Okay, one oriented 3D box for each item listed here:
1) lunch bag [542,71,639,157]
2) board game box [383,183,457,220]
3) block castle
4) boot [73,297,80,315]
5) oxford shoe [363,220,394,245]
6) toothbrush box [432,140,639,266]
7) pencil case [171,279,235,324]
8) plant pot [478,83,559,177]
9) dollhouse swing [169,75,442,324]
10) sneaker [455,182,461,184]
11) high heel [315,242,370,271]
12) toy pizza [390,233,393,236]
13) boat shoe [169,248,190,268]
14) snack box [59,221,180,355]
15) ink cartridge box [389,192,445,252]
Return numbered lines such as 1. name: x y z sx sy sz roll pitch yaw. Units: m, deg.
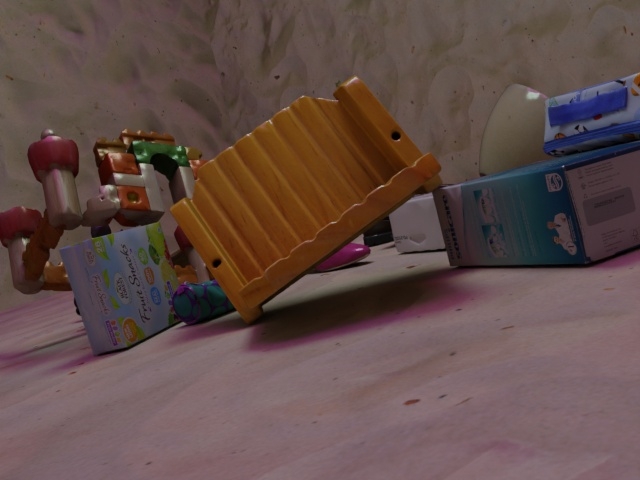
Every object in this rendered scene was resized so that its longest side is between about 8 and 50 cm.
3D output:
1. lunch bag: 0.480 -0.175 1.176 0.243 0.114 0.303 2 -3 -20
2. board game box: 0.240 -0.085 1.746 0.165 0.042 0.243 5 15 34
3. block castle: -0.356 -0.054 1.528 0.454 0.212 0.303 3 -35 -36
4. boot: -0.465 0.124 1.697 0.249 0.090 0.207 -9 3 18
5. oxford shoe: 0.201 -0.058 1.868 0.227 0.096 0.083 -14 2 -21
6. toothbrush box: 0.328 -0.049 1.091 0.217 0.126 0.295 -16 3 -23
7. pencil case: -0.170 0.088 1.324 0.065 0.070 0.152 -11 4 42
8. plant pot: 0.463 -0.180 1.754 0.191 0.284 0.284 -50 4 1
9. dollhouse swing: -0.038 -0.086 1.113 0.347 0.315 0.305 -36 -16 -2
10. sneaker: 0.303 -0.092 2.067 0.128 0.086 0.221 -10 4 32
11. high heel: 0.000 0.000 1.596 0.082 0.117 0.244 -17 5 -37
12. toy pizza: 0.251 -0.028 1.718 0.201 0.032 0.201 -15 5 1
13. boat shoe: -0.364 0.057 2.176 0.285 0.104 0.089 -15 7 2
14. snack box: -0.309 0.072 1.280 0.070 0.174 0.207 -16 4 21
15. ink cartridge box: 0.273 -0.055 1.520 0.237 0.100 0.172 -16 4 -28
